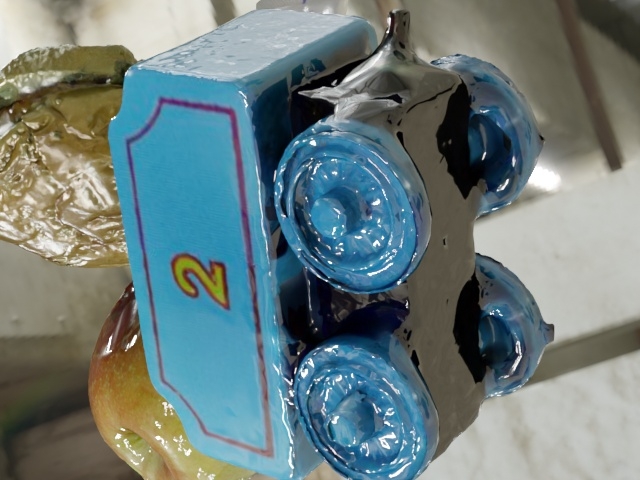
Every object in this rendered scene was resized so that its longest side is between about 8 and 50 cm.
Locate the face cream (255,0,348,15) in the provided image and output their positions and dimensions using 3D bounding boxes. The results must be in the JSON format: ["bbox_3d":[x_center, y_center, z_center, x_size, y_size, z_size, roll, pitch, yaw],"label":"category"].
[{"bbox_3d":[-0.030,-0.128,1.320,0.070,0.114,0.224,30,-117,-46],"label":"face cream"}]

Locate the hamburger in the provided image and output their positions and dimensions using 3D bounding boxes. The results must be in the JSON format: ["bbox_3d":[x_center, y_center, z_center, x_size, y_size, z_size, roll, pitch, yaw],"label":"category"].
[{"bbox_3d":[-0.223,-0.070,1.451,0.285,0.265,0.134,20,-125,-46],"label":"hamburger"}]

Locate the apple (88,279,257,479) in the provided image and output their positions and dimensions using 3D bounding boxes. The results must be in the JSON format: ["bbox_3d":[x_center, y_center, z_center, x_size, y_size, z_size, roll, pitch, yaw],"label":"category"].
[{"bbox_3d":[-0.101,0.113,1.259,0.188,0.207,0.173,-53,-22,-37],"label":"apple"}]

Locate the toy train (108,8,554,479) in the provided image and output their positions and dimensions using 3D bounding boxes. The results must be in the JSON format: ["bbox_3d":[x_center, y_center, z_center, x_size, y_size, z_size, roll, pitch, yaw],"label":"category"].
[{"bbox_3d":[0.000,0.000,0.956,0.188,0.265,0.300,-34,-54,-46],"label":"toy train"}]
